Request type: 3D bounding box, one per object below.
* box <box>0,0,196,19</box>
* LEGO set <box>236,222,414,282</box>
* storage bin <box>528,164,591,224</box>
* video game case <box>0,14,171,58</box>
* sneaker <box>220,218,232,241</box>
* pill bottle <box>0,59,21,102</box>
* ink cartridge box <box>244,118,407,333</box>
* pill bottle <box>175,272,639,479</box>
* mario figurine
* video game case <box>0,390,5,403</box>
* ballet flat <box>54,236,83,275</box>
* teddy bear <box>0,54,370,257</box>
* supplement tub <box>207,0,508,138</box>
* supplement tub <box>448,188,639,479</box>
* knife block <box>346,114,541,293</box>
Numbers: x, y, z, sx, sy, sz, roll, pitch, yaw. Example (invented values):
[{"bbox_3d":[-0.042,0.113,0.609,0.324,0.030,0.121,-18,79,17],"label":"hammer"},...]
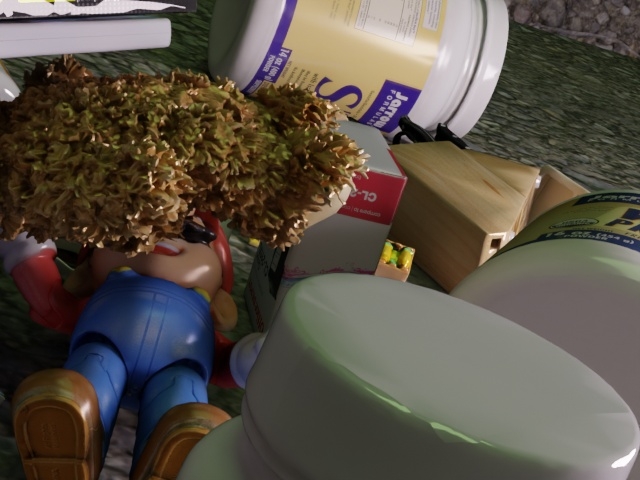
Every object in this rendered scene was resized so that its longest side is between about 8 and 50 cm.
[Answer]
[{"bbox_3d":[-0.248,-0.174,0.979,0.270,0.060,0.216,7,13,35],"label":"box"},{"bbox_3d":[-0.033,-0.058,1.473,0.287,0.107,0.132,31,20,27],"label":"LEGO set"},{"bbox_3d":[0.379,0.031,1.649,0.262,0.123,0.260,7,23,-37],"label":"storage bin"},{"bbox_3d":[-0.235,-0.138,1.012,0.193,0.023,0.212,6,11,25],"label":"video game case"},{"bbox_3d":[-0.169,-0.078,1.381,0.147,0.104,0.296,20,22,-20],"label":"sneaker"},{"bbox_3d":[-0.319,-0.118,1.311,0.117,0.117,0.215,11,20,-28],"label":"pill bottle"},{"bbox_3d":[0.000,0.000,1.236,0.072,0.175,0.127,13,19,-15],"label":"ink cartridge box"},{"bbox_3d":[0.001,0.166,0.583,0.161,0.283,0.161,19,18,-6],"label":"pill bottle"},{"bbox_3d":[-0.116,0.032,1.009,0.198,0.170,0.320,48,16,-22],"label":"mario figurine"},{"bbox_3d":[-0.339,-0.001,0.888,0.269,0.061,0.244,37,-3,40],"label":"video game case"},{"bbox_3d":[-0.178,0.013,1.223,0.168,0.057,0.052,14,47,-10],"label":"ballet flat"},{"bbox_3d":[-0.136,-0.065,0.978,0.338,0.113,0.245,5,30,3],"label":"teddy bear"},{"bbox_3d":[0.045,-0.267,1.947,0.331,0.241,0.241,15,19,-18],"label":"supplement tub"},{"bbox_3d":[0.216,0.085,1.144,0.228,0.228,0.316,25,19,13],"label":"supplement tub"},{"bbox_3d":[0.097,-0.045,1.597,0.242,0.088,0.275,14,26,12],"label":"knife block"}]
